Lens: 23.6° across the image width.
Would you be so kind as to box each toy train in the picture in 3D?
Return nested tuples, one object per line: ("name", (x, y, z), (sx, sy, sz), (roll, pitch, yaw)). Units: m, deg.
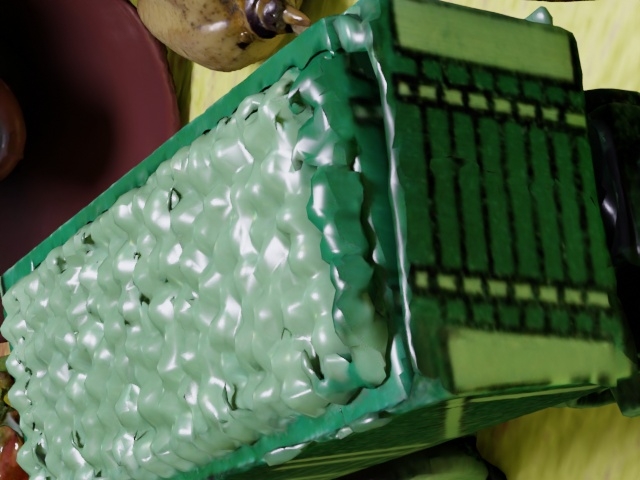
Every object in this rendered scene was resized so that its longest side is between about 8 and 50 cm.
("toy train", (0.015, 0.027, 0.457), (0.269, 0.154, 0.115), (-29, 67, 53))

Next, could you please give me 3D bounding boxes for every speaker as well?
("speaker", (-0.230, -0.127, 0.795), (0.259, 0.198, 0.329), (61, 171, -34))

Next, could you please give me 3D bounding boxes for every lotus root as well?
("lotus root", (-0.042, -0.109, 0.634), (0.152, 0.063, 0.072), (35, 132, 55))

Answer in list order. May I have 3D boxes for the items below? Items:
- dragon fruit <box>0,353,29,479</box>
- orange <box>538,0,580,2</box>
("dragon fruit", (-0.142, 0.125, 0.656), (0.198, 0.200, 0.269), (34, 116, 51))
("orange", (0.049, -0.131, 0.338), (0.159, 0.159, 0.136), (-22, 28, 55))
